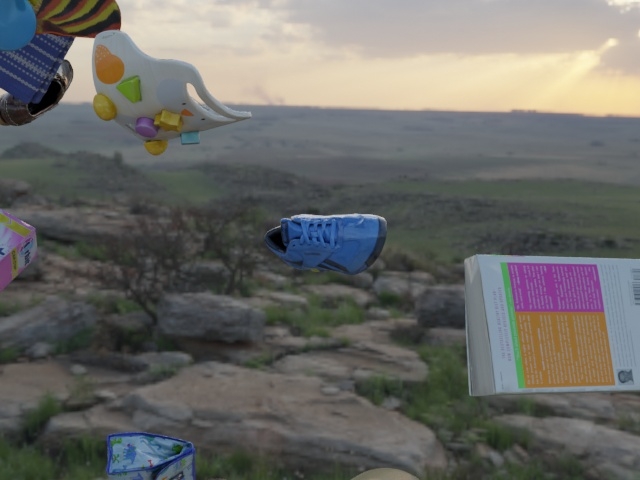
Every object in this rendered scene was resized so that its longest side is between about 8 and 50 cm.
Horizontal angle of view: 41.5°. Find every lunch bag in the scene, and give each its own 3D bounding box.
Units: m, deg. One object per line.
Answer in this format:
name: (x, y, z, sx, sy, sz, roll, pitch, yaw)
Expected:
lunch bag: (-0.299, 0.407, 1.507, 0.151, 0.128, 0.096, -4, 49, -11)

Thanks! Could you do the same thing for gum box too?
gum box: (-0.462, -0.008, 1.041, 0.188, 0.062, 0.107, 28, 49, 7)

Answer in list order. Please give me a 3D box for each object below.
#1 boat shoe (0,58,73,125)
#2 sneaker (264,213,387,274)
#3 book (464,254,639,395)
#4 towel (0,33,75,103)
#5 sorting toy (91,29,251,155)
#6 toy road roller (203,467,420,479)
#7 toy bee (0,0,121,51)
boat shoe: (-0.476, -0.258, 1.458, 0.073, 0.073, 0.207, -8, 35, 23)
sneaker: (0.000, 0.000, 1.036, 0.082, 0.069, 0.209, 19, -14, -28)
book: (0.172, 0.059, 0.592, 0.144, 0.096, 0.035, 3, -14, -20)
towel: (-0.452, -0.360, 1.202, 0.243, 0.336, 0.040, 30, 42, -21)
sorting toy: (-0.080, -0.079, 0.474, 0.075, 0.044, 0.083, 2, -23, 40)
toy road roller: (-0.042, 0.362, 0.836, 0.330, 0.240, 0.202, -8, -11, 13)
toy bee: (-0.391, -0.301, 0.995, 0.195, 0.162, 0.298, 10, 23, 43)
